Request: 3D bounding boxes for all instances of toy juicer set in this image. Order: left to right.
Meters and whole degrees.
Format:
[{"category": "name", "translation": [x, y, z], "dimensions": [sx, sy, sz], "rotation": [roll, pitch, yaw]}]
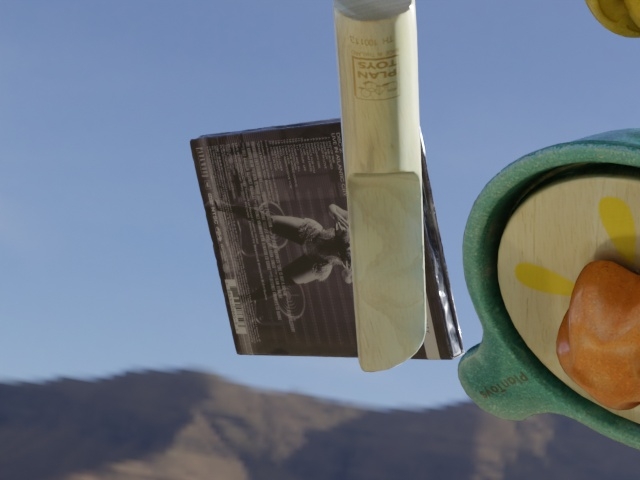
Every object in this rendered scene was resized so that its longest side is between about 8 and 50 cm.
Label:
[{"category": "toy juicer set", "translation": [0.098, -0.011, 0.584], "dimensions": [0.329, 0.089, 0.209], "rotation": [1, -52, 38]}]

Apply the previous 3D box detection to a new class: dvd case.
[{"category": "dvd case", "translation": [0.000, 0.000, 1.226], "dimensions": [0.018, 0.164, 0.221], "rotation": [-19, 11, -40]}]
